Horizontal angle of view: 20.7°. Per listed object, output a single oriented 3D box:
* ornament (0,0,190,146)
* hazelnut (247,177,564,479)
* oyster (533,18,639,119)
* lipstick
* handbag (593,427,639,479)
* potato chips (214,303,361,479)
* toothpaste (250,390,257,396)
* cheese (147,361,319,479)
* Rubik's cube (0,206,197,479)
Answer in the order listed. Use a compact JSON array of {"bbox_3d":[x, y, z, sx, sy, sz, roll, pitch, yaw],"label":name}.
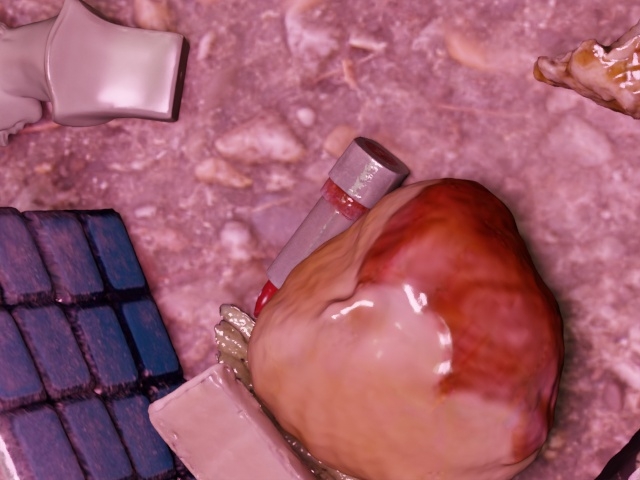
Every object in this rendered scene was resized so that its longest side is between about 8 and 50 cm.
[{"bbox_3d":[-0.253,-0.152,1.540,0.285,0.120,0.130,-6,85,13],"label":"ornament"},{"bbox_3d":[0.068,0.078,1.403,0.261,0.241,0.261,0,89,22],"label":"hazelnut"},{"bbox_3d":[0.342,-0.151,1.384,0.341,0.166,0.110,-8,88,3],"label":"oyster"},{"bbox_3d":[0.001,0.001,1.513,0.057,0.063,0.186,40,106,12],"label":"lipstick"},{"bbox_3d":[0.231,0.357,1.388,0.317,0.180,0.416,46,100,5],"label":"handbag"},{"bbox_3d":[-0.028,0.145,1.528,0.207,0.028,0.092,39,84,7],"label":"potato chips"},{"bbox_3d":[-0.069,0.225,1.548,0.048,0.031,0.190,1,87,11],"label":"toothpaste"},{"bbox_3d":[0.005,0.270,1.461,0.085,0.034,0.400,-31,106,20],"label":"cheese"},{"bbox_3d":[-0.312,0.185,1.438,0.344,0.337,0.344,-25,85,19],"label":"Rubik's cube"}]
